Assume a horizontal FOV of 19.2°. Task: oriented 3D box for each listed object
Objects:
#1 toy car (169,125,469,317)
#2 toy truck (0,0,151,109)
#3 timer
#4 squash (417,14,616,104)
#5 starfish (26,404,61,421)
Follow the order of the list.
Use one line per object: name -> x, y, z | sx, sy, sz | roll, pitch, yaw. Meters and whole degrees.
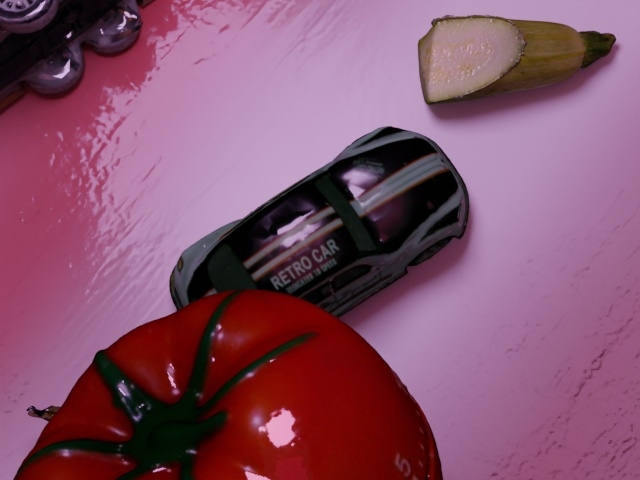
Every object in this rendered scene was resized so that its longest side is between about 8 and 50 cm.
toy car -> 0.000, 0.000, 1.806 | 0.306, 0.125, 0.136 | -33, 78, -4
toy truck -> -0.359, -0.222, 1.852 | 0.387, 0.173, 0.207 | -37, 72, -10
timer -> -0.080, 0.234, 1.629 | 0.378, 0.279, 0.378 | -20, 37, 16
squash -> 0.198, -0.187, 1.869 | 0.200, 0.075, 0.090 | -9, 50, -2
starfish -> -0.217, 0.175, 1.808 | 0.130, 0.041, 0.133 | 15, 80, -8
